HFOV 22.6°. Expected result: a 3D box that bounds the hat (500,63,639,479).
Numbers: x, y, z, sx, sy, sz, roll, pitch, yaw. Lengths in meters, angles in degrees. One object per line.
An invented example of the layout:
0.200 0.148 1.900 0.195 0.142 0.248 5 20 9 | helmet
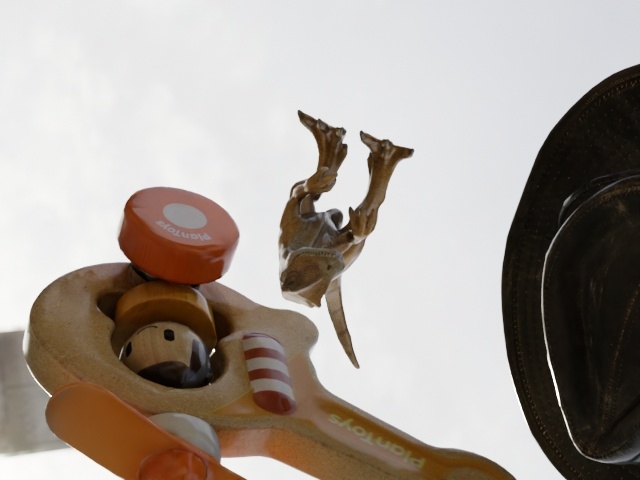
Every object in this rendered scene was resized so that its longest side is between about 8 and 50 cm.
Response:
0.215 0.054 0.983 0.331 0.134 0.331 9 -75 35 | hat

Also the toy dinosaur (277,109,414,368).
0.000 0.000 0.794 0.064 0.211 0.112 21 -92 10 | toy dinosaur

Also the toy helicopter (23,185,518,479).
-0.032 0.119 1.044 0.355 0.235 0.140 26 -62 7 | toy helicopter
